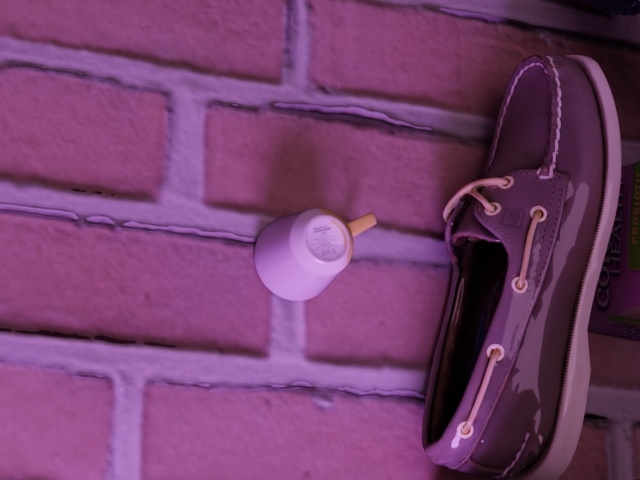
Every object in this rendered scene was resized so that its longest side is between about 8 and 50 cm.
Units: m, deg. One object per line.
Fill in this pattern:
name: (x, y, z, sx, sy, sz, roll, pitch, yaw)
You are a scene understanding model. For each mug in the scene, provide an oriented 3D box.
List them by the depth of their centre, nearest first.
mug: (-0.004, 0.000, 1.003, 0.062, 0.064, 0.078, 34, 67, -11)

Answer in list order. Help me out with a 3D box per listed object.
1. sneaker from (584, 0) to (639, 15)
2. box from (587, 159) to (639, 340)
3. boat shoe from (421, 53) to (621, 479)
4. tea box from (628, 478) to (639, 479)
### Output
sneaker: (0.184, -0.255, 1.147, 0.209, 0.069, 0.082, 25, 42, -8)
box: (0.337, 0.006, 1.039, 0.213, 0.243, 0.117, 10, 74, -19)
boat shoe: (0.139, 0.010, 1.033, 0.096, 0.116, 0.324, 13, 79, -22)
tea box: (0.286, 0.256, 0.913, 0.323, 0.329, 0.220, 0, 78, -21)
